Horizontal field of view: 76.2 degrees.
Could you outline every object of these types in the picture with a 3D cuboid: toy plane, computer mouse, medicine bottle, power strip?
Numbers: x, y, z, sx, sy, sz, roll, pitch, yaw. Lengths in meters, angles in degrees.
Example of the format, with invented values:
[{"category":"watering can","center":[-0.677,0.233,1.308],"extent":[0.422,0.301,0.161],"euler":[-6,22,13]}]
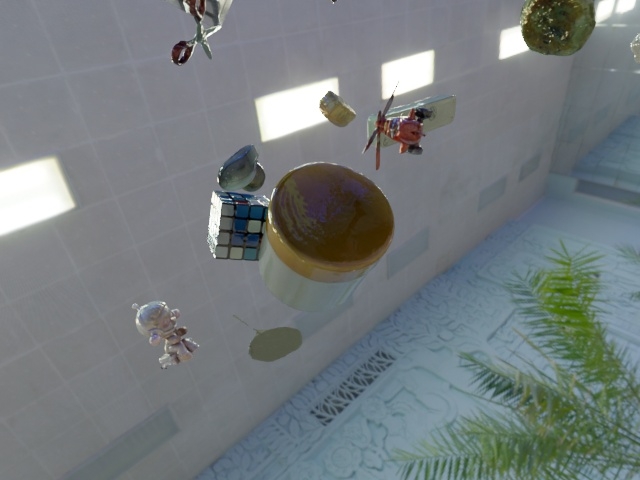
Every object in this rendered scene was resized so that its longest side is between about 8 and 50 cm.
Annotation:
[{"category":"toy plane","center":[0.126,-0.161,0.623],"extent":[0.194,0.077,0.126],"euler":[19,-92,-77]},{"category":"computer mouse","center":[-0.247,-0.233,1.325],"extent":[0.229,0.069,0.113],"euler":[-55,-24,-46]},{"category":"medicine bottle","center":[0.000,0.000,0.835],"extent":[0.238,0.238,0.231],"euler":[-36,-14,-29]},{"category":"power strip","center":[0.294,-0.375,1.250],"extent":[0.386,0.062,0.090],"euler":[-27,-53,-33]}]

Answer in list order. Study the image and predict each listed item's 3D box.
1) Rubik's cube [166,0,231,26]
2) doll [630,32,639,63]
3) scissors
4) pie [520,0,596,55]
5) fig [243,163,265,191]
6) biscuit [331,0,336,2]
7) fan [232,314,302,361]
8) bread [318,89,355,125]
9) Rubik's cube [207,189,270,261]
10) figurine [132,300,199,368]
[{"category":"Rubik's cube","center":[-0.333,-0.768,0.994],"extent":[0.304,0.305,0.300],"euler":[24,-85,-12]},{"category":"doll","center":[0.566,-0.350,0.646],"extent":[0.162,0.062,0.106],"euler":[-45,-20,-5]},{"category":"scissors","center":[-0.253,-0.440,0.874],"extent":[0.017,0.247,0.144],"euler":[23,-72,-7]},{"category":"pie","center":[0.587,-0.547,1.021],"extent":[0.041,0.187,0.186],"euler":[-44,-43,-20]},{"category":"fig","center":[-0.291,-0.248,1.576],"extent":[0.123,0.156,0.123],"euler":[2,-93,-49]},{"category":"biscuit","center":[-0.042,-0.487,0.687],"extent":[0.215,0.182,0.034],"euler":[25,-55,-38]},{"category":"fan","center":[-0.172,0.287,1.233],"extent":[0.182,0.010,0.310],"euler":[-31,-45,6]},{"category":"bread","center":[0.071,-0.597,1.870],"extent":[0.106,0.140,0.236],"euler":[-42,-13,19]},{"category":"Rubik's cube","center":[-0.215,-0.041,1.105],"extent":[0.151,0.155,0.154],"euler":[5,-75,-24]},{"category":"figurine","center":[-0.549,0.309,1.430],"extent":[0.182,0.145,0.256],"euler":[-41,-74,-49]}]
